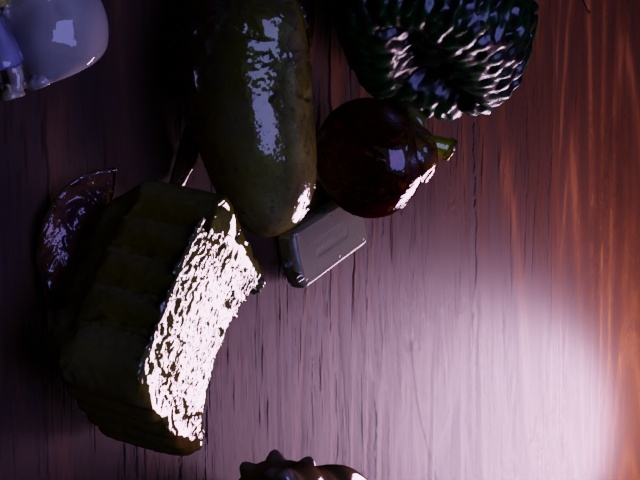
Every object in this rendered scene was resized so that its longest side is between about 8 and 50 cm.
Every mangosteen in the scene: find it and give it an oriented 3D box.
[{"bbox_3d":[0.080,-0.116,1.688,0.181,0.156,0.146,-33,132,-12],"label":"mangosteen"}]

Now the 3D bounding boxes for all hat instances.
[{"bbox_3d":[0.154,-0.342,1.737,0.274,0.242,0.332,61,33,-56],"label":"hat"}]

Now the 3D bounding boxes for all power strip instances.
[{"bbox_3d":[0.000,0.000,1.706,0.169,0.028,0.076,-33,118,-49],"label":"power strip"}]

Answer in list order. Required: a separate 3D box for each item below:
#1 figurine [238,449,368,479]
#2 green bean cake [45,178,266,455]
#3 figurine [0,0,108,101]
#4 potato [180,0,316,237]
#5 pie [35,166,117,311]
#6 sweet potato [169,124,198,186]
[{"bbox_3d":[-0.046,0.327,1.549,0.247,0.173,0.177,-6,86,-68],"label":"figurine"},{"bbox_3d":[-0.163,0.079,1.396,0.233,0.124,0.236,69,39,-62],"label":"green bean cake"},{"bbox_3d":[-0.291,-0.258,1.247,0.155,0.127,0.236,-35,114,-35],"label":"figurine"},{"bbox_3d":[-0.078,-0.150,1.497,0.176,0.141,0.298,-16,105,-65],"label":"potato"},{"bbox_3d":[-0.246,0.009,1.382,0.092,0.034,0.170,0,96,-49],"label":"pie"},{"bbox_3d":[-0.153,-0.074,1.506,0.026,0.026,0.115,36,64,-47],"label":"sweet potato"}]
